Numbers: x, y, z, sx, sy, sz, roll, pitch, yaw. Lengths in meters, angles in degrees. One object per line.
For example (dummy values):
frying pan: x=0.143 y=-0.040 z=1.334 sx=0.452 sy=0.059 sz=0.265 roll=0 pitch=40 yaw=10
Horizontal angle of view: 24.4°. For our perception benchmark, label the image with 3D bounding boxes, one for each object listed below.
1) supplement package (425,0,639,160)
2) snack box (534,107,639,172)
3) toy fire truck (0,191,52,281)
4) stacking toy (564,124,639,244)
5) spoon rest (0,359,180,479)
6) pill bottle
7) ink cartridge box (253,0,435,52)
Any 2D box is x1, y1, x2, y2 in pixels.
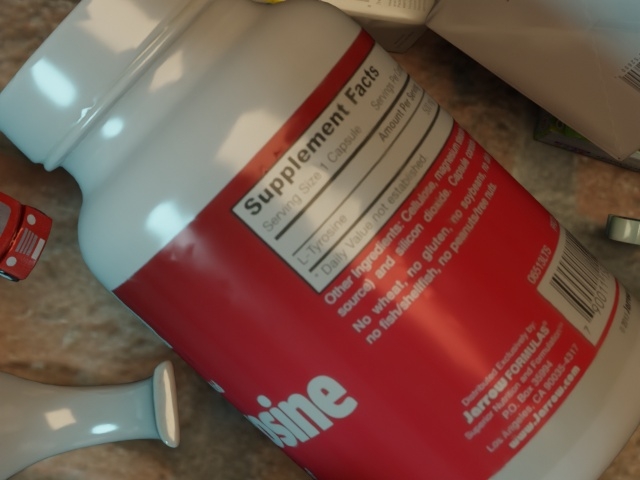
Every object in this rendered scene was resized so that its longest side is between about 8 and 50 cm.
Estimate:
supplement package: x=0.231 y=-0.239 z=1.021 sx=0.175 sy=0.177 sz=0.293 roll=33 pitch=57 yaw=-7
snack box: x=0.239 y=-0.105 z=1.116 sx=0.141 sy=0.037 sz=0.100 roll=16 pitch=80 yaw=-12
toy fire truck: x=-0.268 y=-0.028 z=0.933 sx=0.135 sy=0.192 sz=0.047 roll=31 pitch=76 yaw=-37
stacking toy: x=0.268 y=0.001 z=1.078 sx=0.221 sy=0.052 sz=0.167 roll=7 pitch=96 yaw=-11
spoon rest: x=-0.227 y=0.122 z=0.962 sx=0.276 sy=0.084 sz=0.137 roll=-5 pitch=82 yaw=-1
pill bottle: x=0.000 y=0.000 z=0.933 sx=0.407 sy=0.229 sz=0.229 roll=44 pitch=75 yaw=-8
ink cartridge box: x=-0.036 y=-0.219 z=1.046 sx=0.231 sy=0.078 sz=0.134 roll=7 pitch=80 yaw=-12
